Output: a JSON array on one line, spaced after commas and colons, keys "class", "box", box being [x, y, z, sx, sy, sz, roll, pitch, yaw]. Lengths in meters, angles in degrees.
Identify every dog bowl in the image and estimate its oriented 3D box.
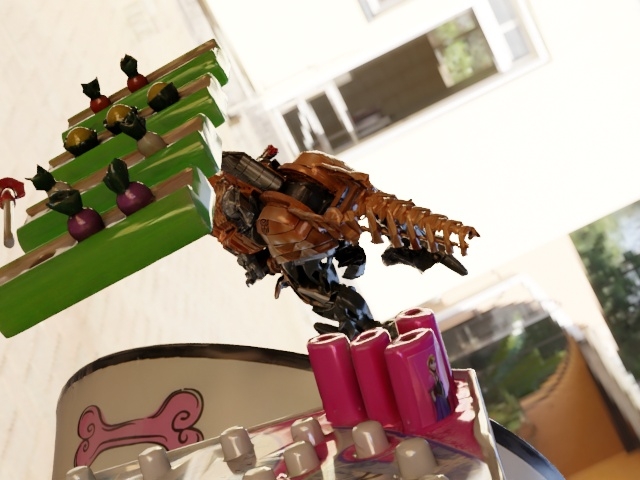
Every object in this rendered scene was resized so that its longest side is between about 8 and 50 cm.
[{"class": "dog bowl", "box": [-0.022, 0.241, 0.822, 0.408, 0.408, 0.150, 61, 36, -48]}]

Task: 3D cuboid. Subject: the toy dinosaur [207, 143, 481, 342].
[{"class": "toy dinosaur", "box": [0.000, 0.000, 0.941, 0.218, 0.164, 0.322, 44, -2, -32]}]

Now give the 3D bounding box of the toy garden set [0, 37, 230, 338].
[{"class": "toy garden set", "box": [-0.150, -0.031, 0.594, 0.049, 0.204, 0.244, 58, 11, -24]}]

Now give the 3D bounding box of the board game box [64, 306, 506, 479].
[{"class": "board game box", "box": [-0.128, 0.134, 0.362, 0.390, 0.390, 0.050, -69, 141, -80]}]
